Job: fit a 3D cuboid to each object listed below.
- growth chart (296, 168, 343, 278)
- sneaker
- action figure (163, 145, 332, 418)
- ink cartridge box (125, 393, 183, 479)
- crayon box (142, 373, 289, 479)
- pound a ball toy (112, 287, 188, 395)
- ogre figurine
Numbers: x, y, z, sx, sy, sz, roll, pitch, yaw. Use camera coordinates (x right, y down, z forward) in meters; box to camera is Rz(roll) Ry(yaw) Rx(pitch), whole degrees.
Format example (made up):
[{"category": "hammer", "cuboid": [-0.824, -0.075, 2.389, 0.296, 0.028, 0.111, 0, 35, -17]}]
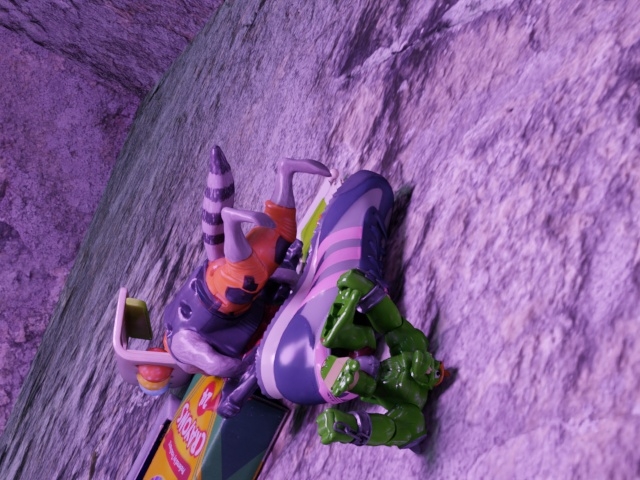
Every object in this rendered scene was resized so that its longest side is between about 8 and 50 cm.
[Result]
[{"category": "growth chart", "cuboid": [0.000, 0.000, 1.374, 0.172, 0.021, 0.237, -61, 18, 20]}, {"category": "sneaker", "cuboid": [0.046, 0.054, 1.141, 0.131, 0.112, 0.319, 4, 58, 35]}, {"category": "action figure", "cuboid": [-0.107, 0.035, 1.242, 0.341, 0.178, 0.330, -74, 10, -59]}, {"category": "ink cartridge box", "cuboid": [-0.268, 0.363, 1.498, 0.223, 0.045, 0.224, -63, 6, 1]}, {"category": "crayon box", "cuboid": [-0.171, 0.330, 1.318, 0.318, 0.081, 0.202, -64, 21, -1]}, {"category": "pound a ball toy", "cuboid": [-0.217, 0.169, 1.526, 0.319, 0.208, 0.136, 123, 152, -71]}, {"category": "ogre figurine", "cuboid": [0.057, 0.126, 0.959, 0.097, 0.118, 0.197, -50, 25, 22]}]
